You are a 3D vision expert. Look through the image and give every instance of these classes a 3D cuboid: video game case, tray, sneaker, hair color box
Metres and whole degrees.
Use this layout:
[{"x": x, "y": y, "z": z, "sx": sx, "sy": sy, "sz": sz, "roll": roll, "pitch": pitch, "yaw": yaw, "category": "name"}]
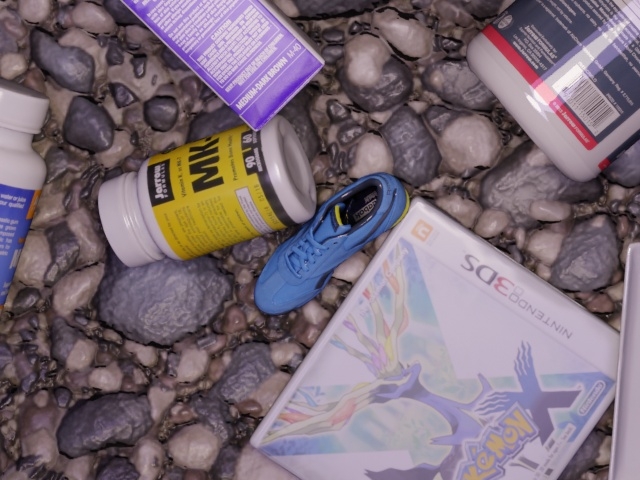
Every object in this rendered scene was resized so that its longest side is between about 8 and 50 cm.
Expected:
[{"x": 0.135, "y": 0.169, "z": 1.919, "sx": 0.300, "sy": 0.036, "sz": 0.329, "roll": 34, "pitch": 97, "yaw": 1, "category": "video game case"}, {"x": 0.369, "y": 0.135, "z": 1.880, "sx": 0.145, "sy": 0.030, "sz": 0.270, "roll": 1, "pitch": 97, "yaw": -25, "category": "tray"}, {"x": 0.000, "y": 0.000, "z": 1.878, "sx": 0.209, "sy": 0.082, "sz": 0.069, "roll": -40, "pitch": 71, "yaw": 13, "category": "sneaker"}, {"x": -0.152, "y": -0.271, "z": 1.797, "sx": 0.110, "sy": 0.185, "sz": 0.339, "roll": -43, "pitch": 100, "yaw": 6, "category": "hair color box"}]

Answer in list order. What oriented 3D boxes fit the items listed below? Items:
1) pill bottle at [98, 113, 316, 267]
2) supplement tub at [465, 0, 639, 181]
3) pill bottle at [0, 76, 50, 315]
[{"x": -0.120, "y": -0.047, "z": 1.869, "sx": 0.208, "sy": 0.119, "sz": 0.119, "roll": -18, "pitch": 94, "yaw": 15, "category": "pill bottle"}, {"x": 0.301, "y": -0.209, "z": 1.790, "sx": 0.272, "sy": 0.191, "sz": 0.191, "roll": -41, "pitch": 91, "yaw": 7, "category": "supplement tub"}, {"x": -0.379, "y": -0.039, "z": 1.880, "sx": 0.152, "sy": 0.152, "sz": 0.272, "roll": 20, "pitch": 97, "yaw": 2, "category": "pill bottle"}]
